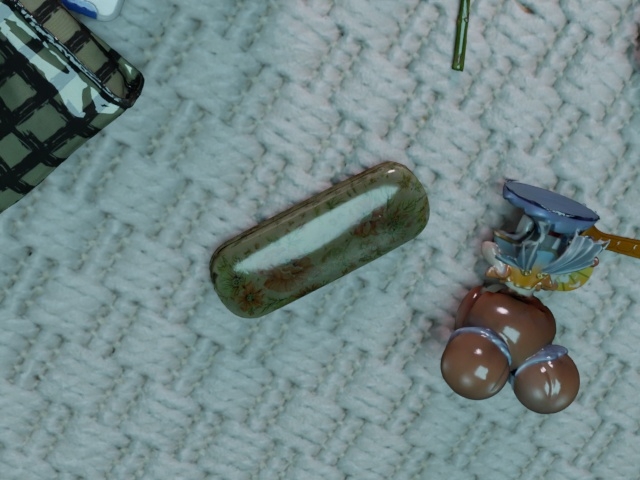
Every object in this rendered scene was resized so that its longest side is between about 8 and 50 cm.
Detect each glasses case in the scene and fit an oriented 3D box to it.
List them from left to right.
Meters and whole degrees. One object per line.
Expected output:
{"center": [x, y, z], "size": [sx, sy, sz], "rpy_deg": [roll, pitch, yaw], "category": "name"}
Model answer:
{"center": [0.000, 0.000, 1.733], "size": [0.426, 0.098, 0.156], "rpy_deg": [-27, 117, -2], "category": "glasses case"}

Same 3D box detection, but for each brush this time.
{"center": [0.591, 0.005, 1.905], "size": [0.315, 0.017, 0.090], "rpy_deg": [12, 109, -16], "category": "brush"}

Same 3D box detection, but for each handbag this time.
{"center": [-0.503, -0.254, 1.481], "size": [0.325, 0.162, 0.327], "rpy_deg": [-35, 114, 20], "category": "handbag"}

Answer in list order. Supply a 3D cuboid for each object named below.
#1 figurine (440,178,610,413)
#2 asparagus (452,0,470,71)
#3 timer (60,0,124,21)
{"center": [0.388, 0.110, 1.777], "size": [0.277, 0.248, 0.387], "rpy_deg": [15, 107, -15], "category": "figurine"}
{"center": [0.255, -0.425, 1.679], "size": [0.024, 0.025, 0.248], "rpy_deg": [13, 112, 29], "category": "asparagus"}
{"center": [-0.370, -0.492, 1.496], "size": [0.178, 0.078, 0.253], "rpy_deg": [18, 106, -20], "category": "timer"}
